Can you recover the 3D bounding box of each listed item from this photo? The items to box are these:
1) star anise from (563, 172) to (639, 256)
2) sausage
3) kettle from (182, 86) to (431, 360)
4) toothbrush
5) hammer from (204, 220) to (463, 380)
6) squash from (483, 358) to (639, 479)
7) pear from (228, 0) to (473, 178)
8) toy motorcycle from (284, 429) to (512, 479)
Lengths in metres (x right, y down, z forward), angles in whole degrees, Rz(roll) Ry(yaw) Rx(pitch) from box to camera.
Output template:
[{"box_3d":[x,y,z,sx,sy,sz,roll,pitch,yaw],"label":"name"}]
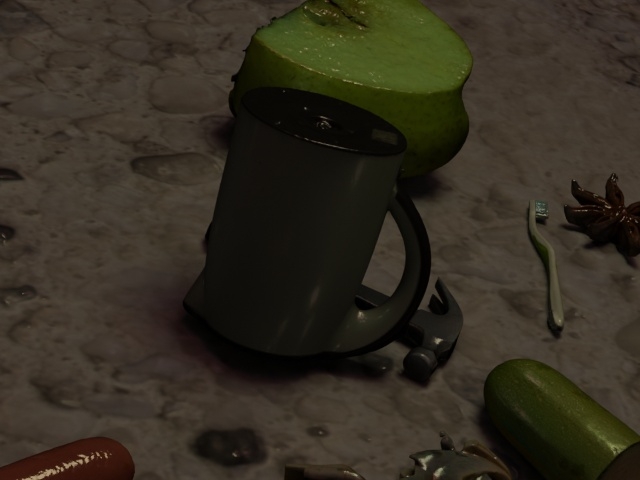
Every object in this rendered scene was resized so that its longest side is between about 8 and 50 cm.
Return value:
[{"box_3d":[0.345,-0.025,2.065,0.141,0.042,0.141,13,35,-9],"label":"star anise"},{"box_3d":[-0.222,0.202,1.424,0.154,0.062,0.062,-17,45,-42],"label":"sausage"},{"box_3d":[0.000,0.000,1.678,0.221,0.236,0.161,16,19,-3],"label":"kettle"},{"box_3d":[0.250,0.024,1.965,0.026,0.022,0.263,3,32,1],"label":"toothbrush"},{"box_3d":[0.013,0.041,1.810,0.290,0.037,0.137,26,33,15],"label":"hammer"},{"box_3d":[0.219,0.175,1.655,0.095,0.095,0.188,-13,39,-39],"label":"squash"},{"box_3d":[0.054,-0.173,2.055,0.292,0.159,0.292,11,35,-8],"label":"pear"},{"box_3d":[0.074,0.223,1.517,0.229,0.094,0.130,3,27,2],"label":"toy motorcycle"}]
